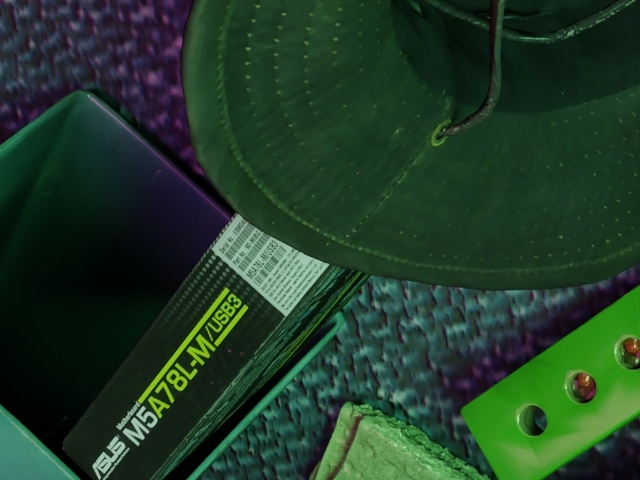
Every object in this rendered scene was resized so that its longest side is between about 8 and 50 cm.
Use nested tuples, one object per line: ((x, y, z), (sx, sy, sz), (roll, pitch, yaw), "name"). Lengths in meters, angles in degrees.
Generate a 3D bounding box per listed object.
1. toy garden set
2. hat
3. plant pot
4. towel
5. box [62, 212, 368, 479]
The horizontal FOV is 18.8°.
((0.201, 0.117, 0.763), (0.204, 0.049, 0.244), (-38, 72, 25), "toy garden set")
((0.076, -0.129, 0.592), (0.134, 0.331, 0.331), (53, 137, 32), "hat")
((-0.138, 0.086, 0.917), (0.165, 0.166, 0.234), (42, 137, 5), "plant pot")
((0.058, 0.147, 0.910), (0.148, 0.027, 0.110), (32, 128, 14), "towel")
((0.000, 0.000, 0.757), (0.045, 0.184, 0.190), (42, 131, 3), "box")
